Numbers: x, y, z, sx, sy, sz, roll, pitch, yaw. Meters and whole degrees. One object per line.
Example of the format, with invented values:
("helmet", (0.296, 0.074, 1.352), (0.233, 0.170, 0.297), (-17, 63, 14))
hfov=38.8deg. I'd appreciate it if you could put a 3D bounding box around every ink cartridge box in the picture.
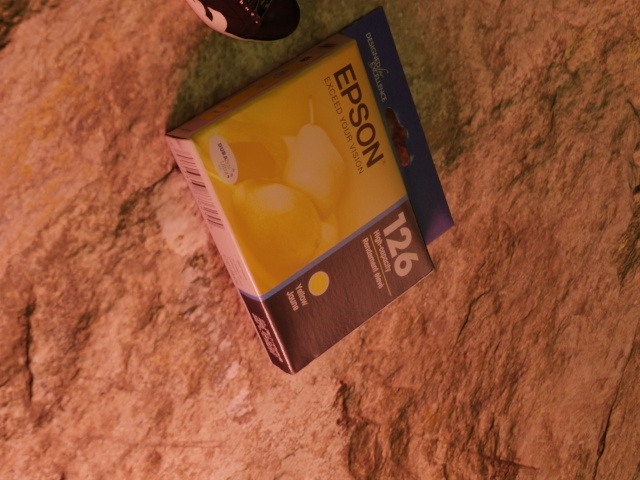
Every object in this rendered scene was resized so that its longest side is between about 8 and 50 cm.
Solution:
("ink cartridge box", (0.021, -0.056, 1.006), (0.307, 0.072, 0.303), (-34, 119, -22))

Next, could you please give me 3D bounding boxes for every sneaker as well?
("sneaker", (-0.073, -0.233, 0.826), (0.217, 0.121, 0.079), (25, 92, -46))
